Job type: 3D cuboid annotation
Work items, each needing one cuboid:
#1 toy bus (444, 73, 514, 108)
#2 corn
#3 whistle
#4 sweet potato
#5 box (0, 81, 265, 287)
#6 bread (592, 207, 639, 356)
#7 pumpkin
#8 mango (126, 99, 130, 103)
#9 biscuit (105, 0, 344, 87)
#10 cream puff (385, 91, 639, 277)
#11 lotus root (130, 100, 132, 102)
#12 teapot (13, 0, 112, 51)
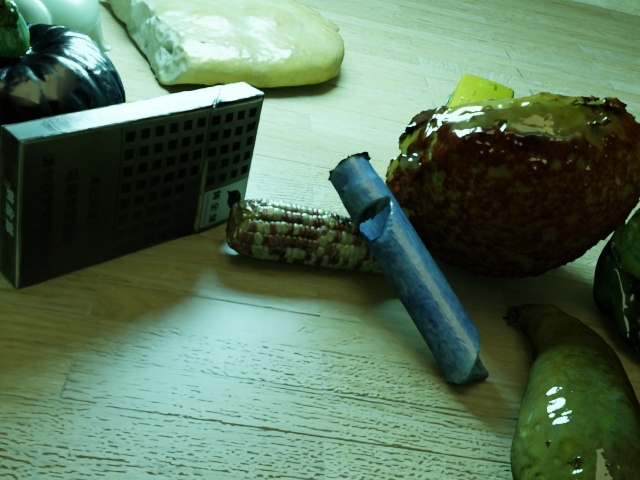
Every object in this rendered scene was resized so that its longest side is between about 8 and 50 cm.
[{"bbox_3d":[0.257,-0.195,1.385,0.121,0.123,0.335,20,32,7],"label":"toy bus"},{"bbox_3d":[0.000,0.000,1.024,0.237,0.079,0.079,12,31,-15],"label":"corn"},{"bbox_3d":[0.104,0.029,0.958,0.062,0.062,0.304,-11,60,-35],"label":"whistle"},{"bbox_3d":[0.256,0.163,0.837,0.130,0.130,0.423,17,25,3],"label":"sweet potato"},{"bbox_3d":[-0.207,-0.073,0.942,0.047,0.180,0.325,35,37,31],"label":"box"},{"bbox_3d":[0.541,0.035,1.087,0.376,0.208,0.251,-10,44,-40],"label":"bread"},{"bbox_3d":[-0.362,-0.190,0.996,0.248,0.248,0.248,11,32,-7],"label":"pumpkin"},{"bbox_3d":[-0.288,-0.181,1.205,0.089,0.046,0.060,25,32,8],"label":"mango"},{"bbox_3d":[-0.164,-0.407,1.558,0.446,0.104,0.429,-2,35,-24],"label":"biscuit"},{"bbox_3d":[0.246,-0.065,1.057,0.350,0.229,0.350,0,-1,0],"label":"cream puff"},{"bbox_3d":[-0.216,-0.133,1.141,0.144,0.070,0.143,15,37,-9],"label":"lotus root"},{"bbox_3d":[-0.478,-0.350,1.292,0.220,0.149,0.318,25,31,2],"label":"teapot"}]
